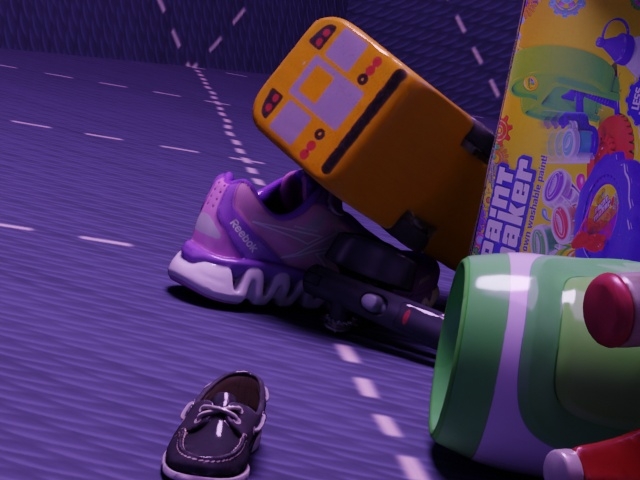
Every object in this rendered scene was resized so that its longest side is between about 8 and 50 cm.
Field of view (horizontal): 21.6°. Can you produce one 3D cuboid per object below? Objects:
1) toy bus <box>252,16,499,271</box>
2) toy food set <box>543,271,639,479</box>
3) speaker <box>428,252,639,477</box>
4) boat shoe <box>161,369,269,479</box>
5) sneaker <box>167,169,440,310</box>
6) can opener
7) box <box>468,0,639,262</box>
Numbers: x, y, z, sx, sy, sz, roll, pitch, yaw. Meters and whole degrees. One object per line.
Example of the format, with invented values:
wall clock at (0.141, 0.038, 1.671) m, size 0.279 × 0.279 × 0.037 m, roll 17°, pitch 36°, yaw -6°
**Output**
toy bus at (0.091, -0.051, 1.319) m, size 0.130 × 0.108 × 0.333 m, roll 41°, pitch 7°, yaw 33°
toy food set at (0.169, 0.084, 0.813) m, size 0.105 × 0.232 × 0.111 m, roll -2°, pitch -22°, yaw -25°
speaker at (0.217, 0.088, 0.952) m, size 0.297 × 0.131 × 0.131 m, roll 11°, pitch 9°, yaw -1°
boat shoe at (-0.051, 0.096, 0.865) m, size 0.046 × 0.038 × 0.125 m, roll 12°, pitch 9°, yaw 10°
sneaker at (0.000, 0.000, 1.301) m, size 0.236 × 0.104 × 0.095 m, roll 8°, pitch 7°, yaw -33°
can opener at (0.068, 0.055, 1.203) m, size 0.186 × 0.073 × 0.059 m, roll 27°, pitch 10°, yaw 30°
box at (0.272, -0.038, 1.263) m, size 0.177 × 0.289 × 0.279 m, roll 20°, pitch 14°, yaw 40°
